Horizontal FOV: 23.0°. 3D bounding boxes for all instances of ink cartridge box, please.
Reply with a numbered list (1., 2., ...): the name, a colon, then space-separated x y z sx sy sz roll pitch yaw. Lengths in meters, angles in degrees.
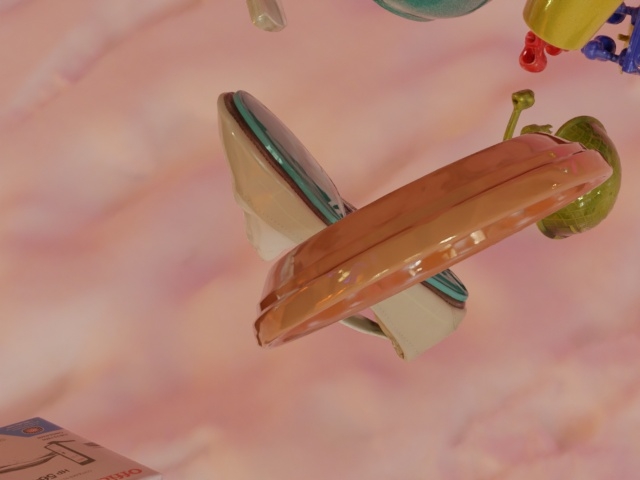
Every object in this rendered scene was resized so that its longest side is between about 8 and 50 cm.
1. ink cartridge box: -0.269 0.251 1.525 0.203 0.086 0.148 14 18 41

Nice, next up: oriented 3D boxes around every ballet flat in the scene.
1. ballet flat: 0.000 0.000 1.083 0.086 0.248 0.086 -38 26 23

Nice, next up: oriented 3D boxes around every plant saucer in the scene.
1. plant saucer: 0.051 -0.004 0.800 0.200 0.200 0.037 -27 85 8

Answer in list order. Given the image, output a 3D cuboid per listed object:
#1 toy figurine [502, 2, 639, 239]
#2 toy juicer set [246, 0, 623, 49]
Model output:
1. toy figurine: 0.322 -0.148 1.453 0.217 0.191 0.362 22 100 36
2. toy juicer set: 0.052 -0.227 1.089 0.209 0.329 0.089 55 132 33
